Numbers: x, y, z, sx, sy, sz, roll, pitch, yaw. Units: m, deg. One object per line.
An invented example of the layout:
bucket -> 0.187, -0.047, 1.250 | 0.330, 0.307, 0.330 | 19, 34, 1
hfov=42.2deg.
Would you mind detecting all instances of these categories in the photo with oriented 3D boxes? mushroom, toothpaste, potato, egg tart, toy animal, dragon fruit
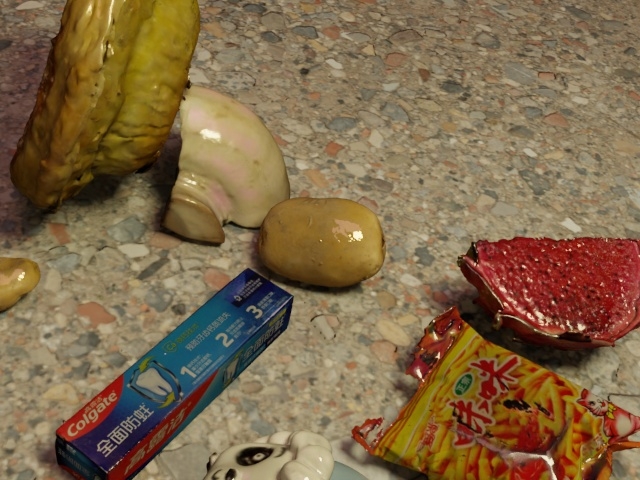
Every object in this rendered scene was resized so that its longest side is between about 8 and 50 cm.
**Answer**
mushroom -> -0.121, -0.120, 1.162 | 0.173, 0.162, 0.236 | 8, 44, -4
toothpaste -> -0.153, 0.150, 0.939 | 0.076, 0.066, 0.320 | 31, 46, 19
potato -> 0.000, 0.000, 1.106 | 0.178, 0.118, 0.109 | 7, 6, 13
egg tart -> -0.261, -0.233, 1.070 | 0.178, 0.443, 0.443 | 17, 40, -20
toy animal -> -0.016, 0.272, 0.748 | 0.204, 0.156, 0.208 | 47, 32, -16
dragon fruit -> 0.299, 0.090, 1.079 | 0.274, 0.126, 0.161 | -1, 53, -15
potato -> -0.380, 0.049, 0.993 | 0.083, 0.062, 0.068 | -24, 78, 2

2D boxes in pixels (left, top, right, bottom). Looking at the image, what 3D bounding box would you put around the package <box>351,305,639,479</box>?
package -> 0.207, 0.220, 0.928 | 0.288, 0.108, 0.223 | 26, 49, 25
